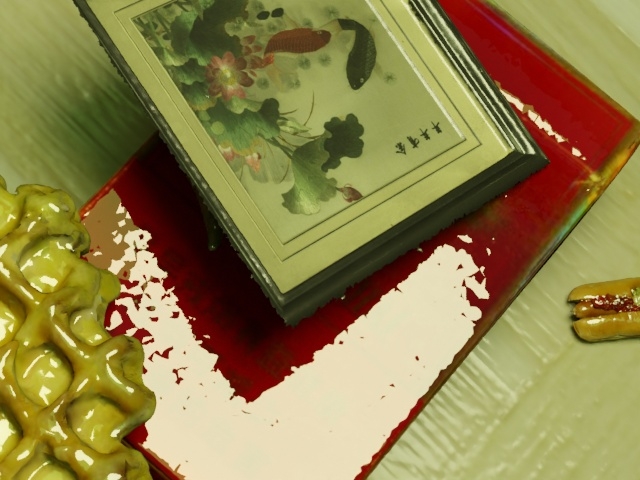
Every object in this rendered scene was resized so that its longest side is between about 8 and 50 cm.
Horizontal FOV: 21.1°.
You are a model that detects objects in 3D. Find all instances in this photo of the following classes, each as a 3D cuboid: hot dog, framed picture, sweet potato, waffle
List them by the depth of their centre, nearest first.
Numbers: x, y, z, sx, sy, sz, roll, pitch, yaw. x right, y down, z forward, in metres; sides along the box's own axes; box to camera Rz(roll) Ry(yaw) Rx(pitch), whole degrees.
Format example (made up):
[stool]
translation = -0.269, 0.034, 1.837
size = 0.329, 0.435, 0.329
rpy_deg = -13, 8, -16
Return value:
[waffle]
translation = -0.205, 0.069, 0.774
size = 0.253, 0.056, 0.249
rpy_deg = -12, 73, -16
[sweet potato]
translation = -0.052, -0.049, 0.840
size = 0.049, 0.049, 0.117
rpy_deg = 2, 68, -10
[framed picture]
translation = -0.002, -0.078, 0.842
size = 0.195, 0.010, 0.199
rpy_deg = -31, 84, -35
[hot dog]
translation = 0.180, 0.038, 0.963
size = 0.083, 0.021, 0.037
rpy_deg = -7, 77, -11

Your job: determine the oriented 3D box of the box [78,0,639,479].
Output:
[box]
translation = 0.000, 0.001, 0.905
size = 0.197, 0.089, 0.313
rpy_deg = 40, 72, 6
